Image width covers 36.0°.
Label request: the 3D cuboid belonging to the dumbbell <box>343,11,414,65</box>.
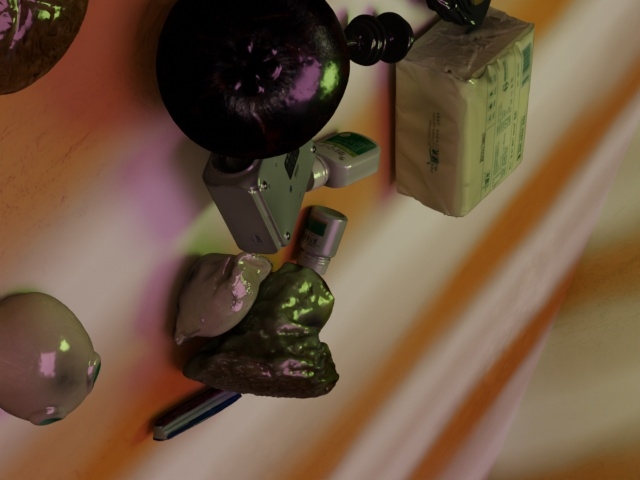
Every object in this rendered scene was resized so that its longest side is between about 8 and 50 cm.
[{"bbox_3d":[0.111,-0.385,1.886,0.208,0.099,0.099,-19,129,-48],"label":"dumbbell"}]

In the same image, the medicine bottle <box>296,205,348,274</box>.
[{"bbox_3d":[0.000,0.000,2.037,0.080,0.080,0.130,1,113,-56],"label":"medicine bottle"}]

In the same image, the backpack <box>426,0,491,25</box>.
[{"bbox_3d":[0.277,-0.535,1.973,0.258,0.133,0.206,42,70,-46],"label":"backpack"}]

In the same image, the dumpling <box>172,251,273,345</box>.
[{"bbox_3d":[-0.177,0.099,1.808,0.247,0.142,0.172,-45,158,25],"label":"dumpling"}]

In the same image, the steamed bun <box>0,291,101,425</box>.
[{"bbox_3d":[-0.424,0.191,1.511,0.177,0.130,0.228,-44,143,-29],"label":"steamed bun"}]

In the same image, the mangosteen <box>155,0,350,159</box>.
[{"bbox_3d":[-0.107,-0.268,1.505,0.300,0.300,0.300,-36,140,-37],"label":"mangosteen"}]

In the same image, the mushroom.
[{"bbox_3d":[-0.390,-0.304,1.163,0.278,0.146,0.278,-27,127,-43],"label":"mushroom"}]

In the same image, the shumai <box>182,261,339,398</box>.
[{"bbox_3d":[-0.103,0.164,1.922,0.309,0.304,0.263,138,-39,-69],"label":"shumai"}]

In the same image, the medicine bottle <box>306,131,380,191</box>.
[{"bbox_3d":[0.026,-0.152,1.921,0.183,0.119,0.069,-28,135,-41],"label":"medicine bottle"}]

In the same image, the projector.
[{"bbox_3d":[-0.095,-0.132,1.690,0.198,0.108,0.250,68,33,-51],"label":"projector"}]

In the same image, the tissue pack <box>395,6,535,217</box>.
[{"bbox_3d":[0.312,-0.283,2.157,0.297,0.207,0.380,-40,143,-35],"label":"tissue pack"}]

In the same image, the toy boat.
[{"bbox_3d":[-0.240,0.336,1.963,0.229,0.080,0.046,-25,99,-46],"label":"toy boat"}]
